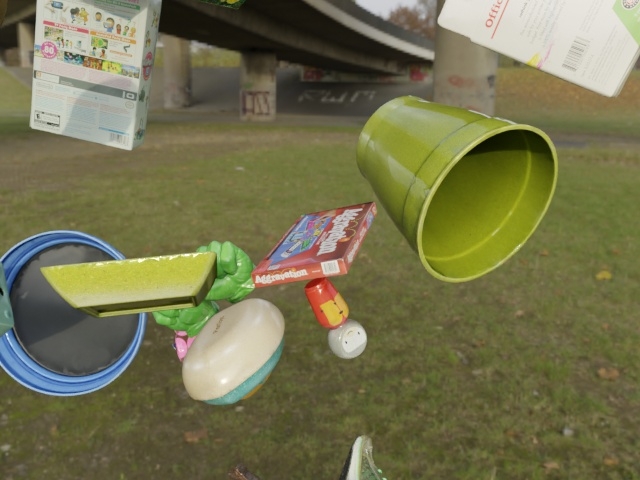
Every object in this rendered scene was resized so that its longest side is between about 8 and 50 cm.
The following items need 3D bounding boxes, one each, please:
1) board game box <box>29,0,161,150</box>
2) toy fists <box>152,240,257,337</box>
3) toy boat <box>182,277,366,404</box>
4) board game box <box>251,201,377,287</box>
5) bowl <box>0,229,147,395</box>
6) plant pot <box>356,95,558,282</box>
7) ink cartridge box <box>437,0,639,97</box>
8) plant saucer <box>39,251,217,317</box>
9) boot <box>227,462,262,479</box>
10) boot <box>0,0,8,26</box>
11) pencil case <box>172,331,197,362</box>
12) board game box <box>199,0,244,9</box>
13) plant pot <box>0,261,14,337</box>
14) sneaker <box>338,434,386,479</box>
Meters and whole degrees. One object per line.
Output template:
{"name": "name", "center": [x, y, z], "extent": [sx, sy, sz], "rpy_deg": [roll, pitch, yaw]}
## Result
{"name": "board game box", "center": [-0.458, -0.360, 1.361], "extent": [0.223, 0.304, 0.097], "rpy_deg": [13, 20, 1]}
{"name": "toy fists", "center": [-0.269, 0.110, 1.508], "extent": [0.279, 0.142, 0.096], "rpy_deg": [-38, 22, 25]}
{"name": "toy boat", "center": [-0.084, 0.184, 1.154], "extent": [0.318, 0.148, 0.267], "rpy_deg": [-25, 15, 16]}
{"name": "board game box", "center": [0.000, 0.000, 1.086], "extent": [0.145, 0.027, 0.281], "rpy_deg": [-9, 17, 17]}
{"name": "bowl", "center": [-0.599, 0.169, 1.593], "extent": [0.390, 0.391, 0.077], "rpy_deg": [2, 3, 3]}
{"name": "plant pot", "center": [0.268, -0.155, 1.505], "extent": [0.366, 0.367, 0.353], "rpy_deg": [-6, 34, -30]}
{"name": "ink cartridge box", "center": [0.420, -0.424, 1.228], "extent": [0.353, 0.207, 0.119], "rpy_deg": [30, 24, 20]}
{"name": "plant saucer", "center": [-0.217, 0.059, 0.806], "extent": [0.188, 0.045, 0.188], "rpy_deg": [-5, -10, -10]}
{"name": "boot", "center": [-0.190, 0.614, 1.693], "extent": [0.037, 0.106, 0.114], "rpy_deg": [-34, -11, -35]}
{"name": "boot", "center": [-0.364, -0.282, 0.659], "extent": [0.305, 0.112, 0.115], "rpy_deg": [-40, 2, 43]}
{"name": "pencil case", "center": [-0.252, 0.240, 1.645], "extent": [0.209, 0.098, 0.095], "rpy_deg": [-14, -4, 2]}
{"name": "board game box", "center": [-0.120, -0.279, 0.606], "extent": [0.136, 0.030, 0.259], "rpy_deg": [-37, -11, 31]}
{"name": "plant pot", "center": [-0.578, 0.106, 0.950], "extent": [0.234, 0.166, 0.165], "rpy_deg": [-18, -15, 3]}
{"name": "sneaker", "center": [0.136, 0.672, 1.732], "extent": [0.182, 0.158, 0.410], "rpy_deg": [20, 22, -2]}
